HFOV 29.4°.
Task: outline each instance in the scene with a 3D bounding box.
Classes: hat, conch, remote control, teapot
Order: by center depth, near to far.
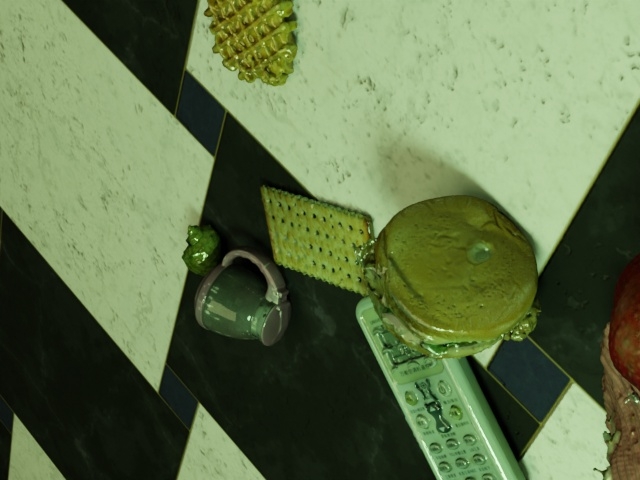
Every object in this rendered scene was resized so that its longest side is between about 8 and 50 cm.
[{"bbox_3d":[0.349,0.249,1.310,0.237,0.107,0.286,72,-178,-49],"label":"hat"},{"bbox_3d":[0.167,0.211,1.646,0.128,0.065,0.335,-24,93,47],"label":"remote control"},{"bbox_3d":[-0.108,0.091,1.907,0.146,0.116,0.148,24,88,25],"label":"teapot"},{"bbox_3d":[-0.188,0.021,1.991,0.121,0.074,0.089,60,-179,-28],"label":"conch"}]

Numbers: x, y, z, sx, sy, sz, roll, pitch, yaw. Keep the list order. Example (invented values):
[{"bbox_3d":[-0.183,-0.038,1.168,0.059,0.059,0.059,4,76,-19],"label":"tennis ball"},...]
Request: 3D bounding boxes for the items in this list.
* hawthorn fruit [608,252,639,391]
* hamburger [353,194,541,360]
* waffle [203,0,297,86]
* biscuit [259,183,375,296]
[{"bbox_3d":[0.405,0.088,1.146,0.266,0.210,0.230,-35,80,52],"label":"hawthorn fruit"},{"bbox_3d":[0.157,0.054,1.462,0.215,0.189,0.122,44,151,21],"label":"hamburger"},{"bbox_3d":[-0.094,-0.294,1.669,0.191,0.038,0.191,30,134,38],"label":"waffle"},{"bbox_3d":[0.000,0.000,1.764,0.231,0.016,0.139,18,126,45],"label":"biscuit"}]
